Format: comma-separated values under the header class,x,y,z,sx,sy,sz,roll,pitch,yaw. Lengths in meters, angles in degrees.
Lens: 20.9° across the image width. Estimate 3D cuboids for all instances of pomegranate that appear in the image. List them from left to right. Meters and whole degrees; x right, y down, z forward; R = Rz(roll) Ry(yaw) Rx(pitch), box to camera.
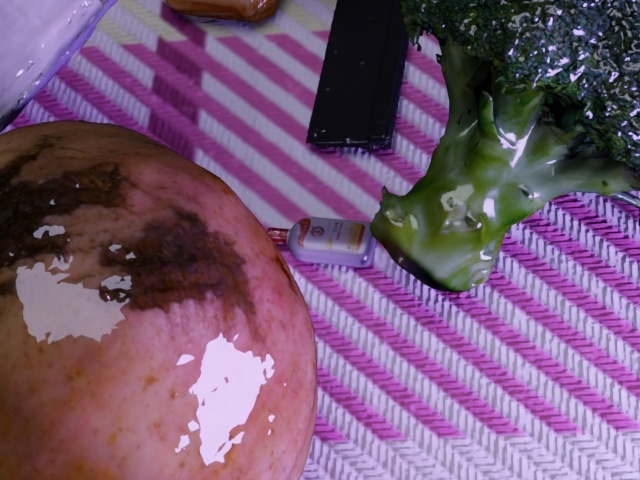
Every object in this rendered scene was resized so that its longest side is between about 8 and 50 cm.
class,x,y,z,sx,sy,sz,roll,pitch,yaw
pomegranate,-0.149,0.074,1.132,0.322,0.322,0.322,-4,54,6

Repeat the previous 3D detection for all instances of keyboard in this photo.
class,x,y,z,sx,sy,sz,roll,pitch,yaw
keyboard,0.041,-0.166,1.443,0.072,0.023,0.231,-1,54,17

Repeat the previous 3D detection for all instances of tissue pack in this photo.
class,x,y,z,sx,sy,sz,roll,pitch,yaw
tissue pack,-0.286,-0.152,1.311,0.344,0.125,0.242,-15,36,57

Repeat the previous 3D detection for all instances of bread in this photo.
class,x,y,z,sx,sy,sz,roll,pitch,yaw
bread,-0.083,-0.226,1.491,0.111,0.044,0.083,9,53,13

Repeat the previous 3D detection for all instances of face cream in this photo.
class,x,y,z,sx,sy,sz,roll,pitch,yaw
face cream,0.000,0.000,1.330,0.083,0.021,0.040,5,55,13

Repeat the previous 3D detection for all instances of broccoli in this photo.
class,x,y,z,sx,sy,sz,roll,pitch,yaw
broccoli,0.172,-0.097,1.259,0.297,0.298,0.297,-51,54,20
